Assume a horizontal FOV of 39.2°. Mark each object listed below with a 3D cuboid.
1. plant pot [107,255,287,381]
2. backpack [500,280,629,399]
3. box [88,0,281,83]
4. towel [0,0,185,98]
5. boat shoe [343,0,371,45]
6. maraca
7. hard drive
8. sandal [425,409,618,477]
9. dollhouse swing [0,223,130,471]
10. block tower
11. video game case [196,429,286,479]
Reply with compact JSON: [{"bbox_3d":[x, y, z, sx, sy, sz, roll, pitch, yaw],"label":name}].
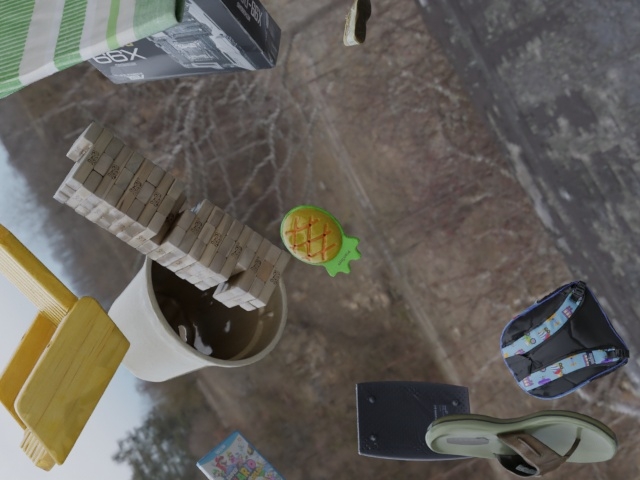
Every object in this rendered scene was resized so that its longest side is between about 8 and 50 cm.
[{"bbox_3d":[-0.291,0.154,1.916,0.305,0.334,0.334,-34,82,43],"label":"plant pot"},{"bbox_3d":[0.380,0.167,1.439,0.158,0.173,0.117,59,-174,9],"label":"backpack"},{"bbox_3d":[-0.248,-0.339,1.365,0.242,0.307,0.076,44,-130,-59],"label":"box"},{"bbox_3d":[-0.300,-0.278,1.072,0.038,0.325,0.248,53,-154,-47],"label":"towel"},{"bbox_3d":[0.074,-0.473,1.919,0.045,0.135,0.050,-13,142,40],"label":"boat shoe"},{"bbox_3d":[0.000,0.000,1.957,0.186,0.127,0.099,35,-157,-2],"label":"maraca"},{"bbox_3d":[0.199,0.393,1.946,0.054,0.255,0.172,115,156,-62],"label":"hard drive"},{"bbox_3d":[0.320,0.338,1.442,0.086,0.303,0.120,-79,-22,-44],"label":"sandal"},{"bbox_3d":[-0.537,0.174,1.558,0.305,0.315,0.347,34,164,-21],"label":"dollhouse swing"},{"bbox_3d":[-0.210,-0.023,1.263,0.335,0.097,0.091,36,151,-19],"label":"block tower"},{"bbox_3d":[-0.160,0.490,1.880,0.166,0.119,0.015,43,141,15],"label":"video game case"}]
